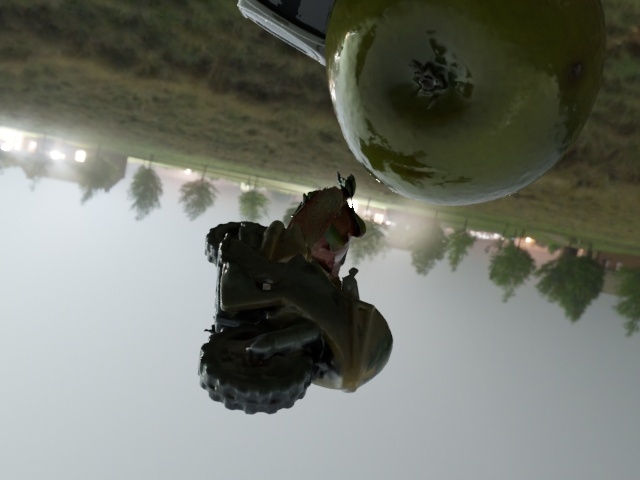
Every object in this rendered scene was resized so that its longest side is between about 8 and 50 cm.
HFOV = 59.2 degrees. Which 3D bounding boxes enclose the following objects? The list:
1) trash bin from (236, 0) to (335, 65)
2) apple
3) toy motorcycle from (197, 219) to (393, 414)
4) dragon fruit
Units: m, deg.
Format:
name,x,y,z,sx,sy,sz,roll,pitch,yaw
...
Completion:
name,x,y,z,sx,sy,sz,roll,pitch,yaw
trash bin,-0.006,-0.437,0.877,0.209,0.290,0.182,32,-133,2
apple,0.093,-0.120,0.388,0.196,0.197,0.157,13,-155,22
toy motorcycle,-0.024,0.046,0.425,0.129,0.094,0.229,1,-153,-11
dragon fruit,0.000,0.000,0.824,0.142,0.175,0.138,-10,-148,13
